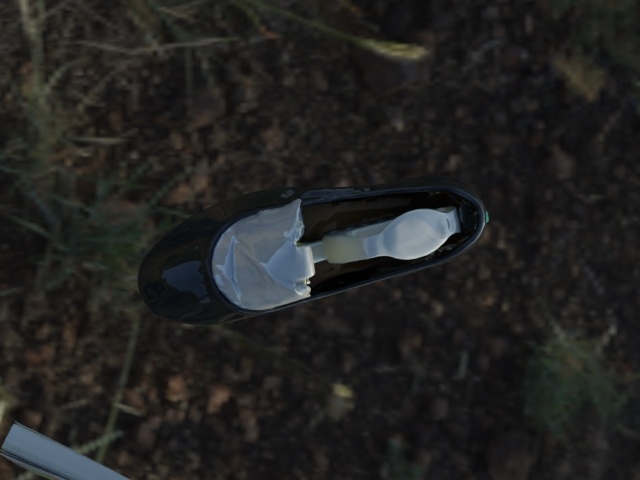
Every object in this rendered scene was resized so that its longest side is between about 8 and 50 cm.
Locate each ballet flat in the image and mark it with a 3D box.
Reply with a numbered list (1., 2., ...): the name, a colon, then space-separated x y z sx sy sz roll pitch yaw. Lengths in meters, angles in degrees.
1. ballet flat: 0.000 0.000 1.337 0.281 0.096 0.095 -15 97 -14

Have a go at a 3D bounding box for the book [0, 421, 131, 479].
1. book: -0.232 0.232 1.715 0.035 0.144 0.096 -64 162 -16
